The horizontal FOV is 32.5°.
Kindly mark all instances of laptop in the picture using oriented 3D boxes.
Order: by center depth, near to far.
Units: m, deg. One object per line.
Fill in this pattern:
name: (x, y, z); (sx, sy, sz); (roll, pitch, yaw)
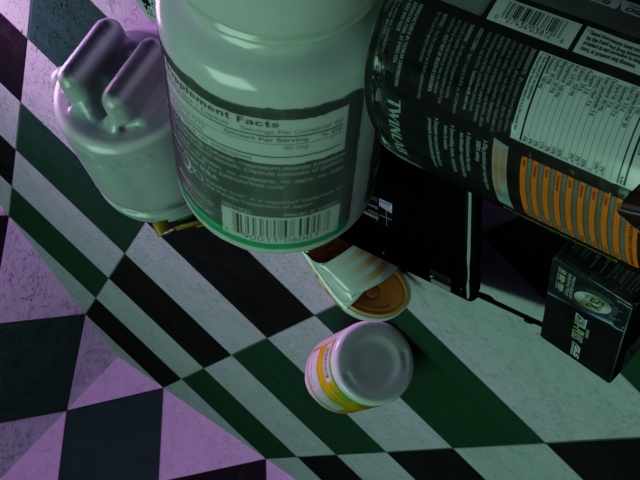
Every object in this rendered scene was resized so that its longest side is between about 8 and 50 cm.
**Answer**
laptop: (0.121, -0.077, 1.251); (0.382, 0.236, 0.408); (26, 126, 48)

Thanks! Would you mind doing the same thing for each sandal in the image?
sandal: (0.023, 0.007, 1.521); (0.265, 0.102, 0.076); (46, 162, -3)

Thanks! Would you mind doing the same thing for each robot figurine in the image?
robot figurine: (-0.243, -0.153, 1.526); (0.300, 0.200, 0.353); (29, 162, 21)

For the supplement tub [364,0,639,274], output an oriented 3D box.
supplement tub: (0.216, -0.097, 0.801); (0.338, 0.207, 0.207); (29, 156, 31)

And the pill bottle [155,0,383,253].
pill bottle: (-0.036, -0.157, 0.956); (0.204, 0.204, 0.361); (36, 154, 16)

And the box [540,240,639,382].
box: (0.277, 0.010, 0.943); (0.077, 0.180, 0.147); (36, 158, 24)

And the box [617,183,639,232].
box: (0.298, -0.024, 0.562); (0.168, 0.203, 0.167); (45, -176, -2)

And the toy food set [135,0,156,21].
toy food set: (-0.172, -0.283, 1.261); (0.104, 0.111, 0.232); (9, 145, 42)

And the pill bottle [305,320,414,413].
pill bottle: (0.053, 0.217, 1.836); (0.136, 0.136, 0.245); (44, 160, -3)

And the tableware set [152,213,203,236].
tableware set: (-0.158, -0.035, 1.538); (0.104, 0.154, 0.024); (-18, 88, 66)
